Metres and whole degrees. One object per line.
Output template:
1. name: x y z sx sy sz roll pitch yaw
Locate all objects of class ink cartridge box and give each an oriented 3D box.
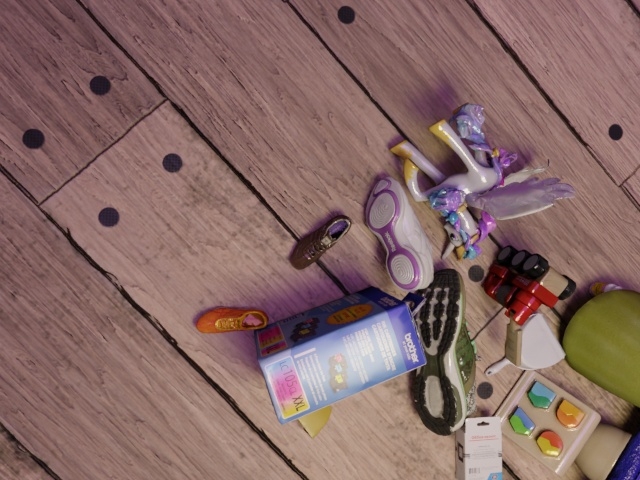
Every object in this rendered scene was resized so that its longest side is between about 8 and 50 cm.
1. ink cartridge box: 0.058 0.231 1.056 0.395 0.270 0.151 -18 96 -9
2. ink cartridge box: 0.418 0.548 1.213 0.104 0.060 0.180 0 89 -9

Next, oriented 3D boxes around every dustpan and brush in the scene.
1. dustpan and brush: 0.542 0.310 1.249 0.211 0.060 0.147 -30 91 -15

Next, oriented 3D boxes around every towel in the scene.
1. towel: 0.909 0.583 1.245 0.227 0.076 0.308 42 83 -34

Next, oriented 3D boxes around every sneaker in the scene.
1. sneaker: 0.342 0.279 1.196 0.182 0.158 0.410 6 85 -40
2. sneaker: 0.000 0.000 1.152 0.188 0.071 0.066 -44 96 -8
3. sneaker: 0.209 -0.015 1.182 0.152 0.114 0.305 6 67 -52
4. sneaker: -0.215 0.193 1.116 0.175 0.067 0.064 -8 92 -8

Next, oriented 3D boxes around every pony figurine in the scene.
1. pony figurine: 0.392 -0.147 1.148 0.351 0.303 0.363 -29 98 23

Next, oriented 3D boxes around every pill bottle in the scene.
1. pill bottle: 0.794 0.140 1.273 0.043 0.083 0.043 0 88 -10

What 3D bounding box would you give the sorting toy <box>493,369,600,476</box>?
1. sorting toy: 0.593 0.474 1.212 0.208 0.038 0.193 35 82 25

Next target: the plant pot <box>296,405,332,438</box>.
1. plant pot: -0.021 0.423 1.138 0.083 0.081 0.081 -36 94 -19

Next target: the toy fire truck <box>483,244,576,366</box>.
1. toy fire truck: 0.497 0.164 1.166 0.158 0.217 0.246 36 94 -7

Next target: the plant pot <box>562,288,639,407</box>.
1. plant pot: 0.815 0.306 1.129 0.274 0.293 0.275 -3 110 -7

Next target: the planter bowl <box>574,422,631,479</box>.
1. planter bowl: 0.732 0.551 1.225 0.162 0.109 0.162 -26 132 -33
